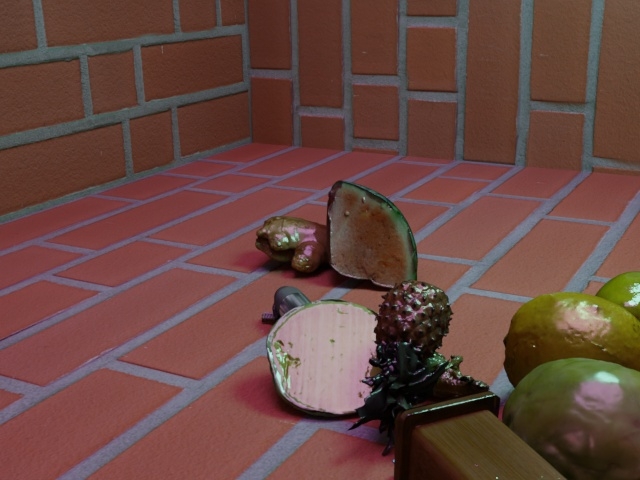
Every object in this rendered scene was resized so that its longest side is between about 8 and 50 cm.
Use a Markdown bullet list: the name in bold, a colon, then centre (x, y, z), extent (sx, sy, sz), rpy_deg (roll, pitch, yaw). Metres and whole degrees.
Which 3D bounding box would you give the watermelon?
- **watermelon**: centre (0.147, -0.047, 2.457), extent (0.292, 0.222, 0.319), rpy_deg (9, 36, 4)

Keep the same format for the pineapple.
- **pineapple**: centre (0.164, 0.246, 1.687), extent (0.166, 0.165, 0.364), rpy_deg (3, 45, 15)

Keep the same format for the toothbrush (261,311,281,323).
- **toothbrush**: centre (0.016, 0.202, 2.164), extent (0.342, 0.025, 0.030), rpy_deg (3, 25, 13)

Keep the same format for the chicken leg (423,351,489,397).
- **chicken leg**: centre (0.264, 0.282, 1.792), extent (0.228, 0.088, 0.103), rpy_deg (9, 7, 41)

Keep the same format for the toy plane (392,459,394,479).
- **toy plane**: centre (0.187, 0.379, 1.556), extent (0.167, 0.054, 0.062), rpy_deg (-16, 48, -40)

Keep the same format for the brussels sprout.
- **brussels sprout**: centre (0.455, 0.320, 1.439), extent (0.317, 0.242, 0.274), rpy_deg (12, -3, 25)

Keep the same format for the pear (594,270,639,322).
- **pear**: centre (0.706, 0.170, 1.926), extent (0.212, 0.212, 0.269), rpy_deg (10, 16, 32)

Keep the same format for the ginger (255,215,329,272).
- **ginger**: centre (-0.003, 0.003, 2.586), extent (0.376, 0.166, 0.236), rpy_deg (-4, 6, 12)

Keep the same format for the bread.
- **bread**: centre (0.031, 0.243, 1.819), extent (0.302, 0.045, 0.301), rpy_deg (0, 48, 0)

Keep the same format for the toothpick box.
- **toothpick box**: centre (0.262, 0.391, 1.300), extent (0.188, 0.190, 0.308), rpy_deg (-7, 22, -23)

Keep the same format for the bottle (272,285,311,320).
- **bottle**: centre (-0.045, 0.191, 2.090), extent (0.079, 0.096, 0.254), rpy_deg (40, 2, -35)

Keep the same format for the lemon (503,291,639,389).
- **lemon**: centre (0.499, 0.225, 1.689), extent (0.261, 0.260, 0.284), rpy_deg (-17, 45, -42)
